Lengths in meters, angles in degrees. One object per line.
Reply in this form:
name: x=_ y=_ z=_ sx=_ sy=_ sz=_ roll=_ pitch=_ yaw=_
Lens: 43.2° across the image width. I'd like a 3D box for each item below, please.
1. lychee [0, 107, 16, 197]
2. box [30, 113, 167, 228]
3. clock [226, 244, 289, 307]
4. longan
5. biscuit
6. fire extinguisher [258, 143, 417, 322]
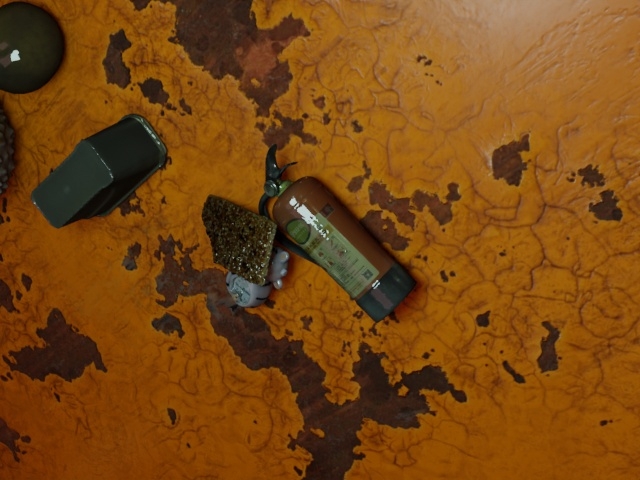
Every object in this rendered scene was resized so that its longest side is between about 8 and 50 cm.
lychee: x=-0.843 y=-0.207 z=1.719 sx=0.380 sy=0.432 sz=0.381 roll=-1 pitch=94 yaw=-8
box: x=-0.470 y=-0.136 z=1.679 sx=0.274 sy=0.178 sz=0.138 roll=-36 pitch=93 yaw=32
clock: x=-0.122 y=0.072 z=1.640 sx=0.117 sy=0.080 sz=0.176 roll=39 pitch=125 yaw=30
longan: x=-0.611 y=-0.388 z=1.648 sx=0.189 sy=0.189 sz=0.189 roll=10 pitch=115 yaw=22
biscuit: x=-0.174 y=-0.005 z=1.605 sx=0.236 sy=0.026 sz=0.131 roll=23 pitch=103 yaw=45
fire extinguisher: x=-0.003 y=0.003 z=1.551 sx=0.376 sy=0.113 sz=0.200 roll=47 pitch=124 yaw=1
